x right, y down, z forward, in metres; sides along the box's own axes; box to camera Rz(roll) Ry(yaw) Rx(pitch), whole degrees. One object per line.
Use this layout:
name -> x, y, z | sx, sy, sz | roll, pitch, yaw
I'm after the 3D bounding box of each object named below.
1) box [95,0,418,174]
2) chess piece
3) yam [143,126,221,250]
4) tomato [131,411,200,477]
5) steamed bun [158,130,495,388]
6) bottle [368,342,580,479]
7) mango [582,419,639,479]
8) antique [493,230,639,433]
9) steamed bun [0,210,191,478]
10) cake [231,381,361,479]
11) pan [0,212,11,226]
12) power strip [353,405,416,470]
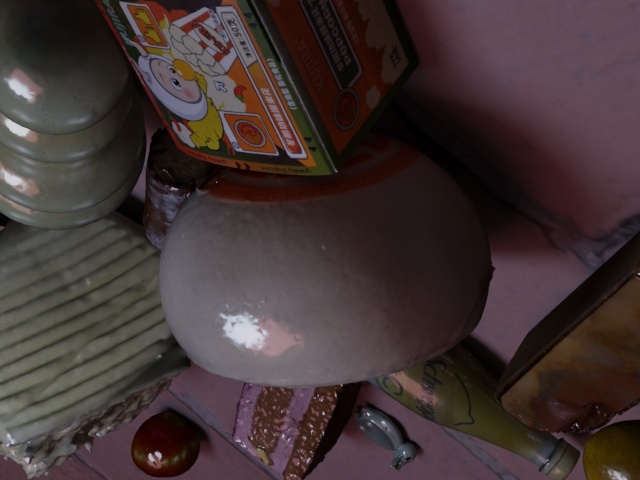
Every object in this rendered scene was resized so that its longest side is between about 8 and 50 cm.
box -> -0.056, -0.173, 1.371 | 0.178, 0.148, 0.195 | 12, 142, 38
chess piece -> -0.235, -0.128, 1.515 | 0.182, 0.182, 0.330 | 36, 166, 0
yam -> -0.138, -0.048, 1.703 | 0.079, 0.079, 0.141 | 32, 152, 8
tomato -> -0.196, 0.258, 2.192 | 0.087, 0.087, 0.075 | 22, 119, 24
steamed bun -> 0.000, 0.000, 1.451 | 0.283, 0.283, 0.177 | 7, 114, 41
bottle -> 0.134, 0.147, 1.688 | 0.270, 0.083, 0.083 | 33, 150, 3
mango -> 0.344, 0.249, 1.553 | 0.262, 0.130, 0.167 | 43, 147, -26
antique -> 0.253, 0.080, 1.470 | 0.093, 0.087, 0.310 | 36, 150, -1
steamed bun -> -0.269, 0.116, 1.879 | 0.273, 0.290, 0.272 | 48, 160, 17
cake -> -0.023, 0.153, 1.849 | 0.116, 0.113, 0.295 | 27, 143, 12
pan -> -0.376, -0.092, 1.917 | 0.128, 0.048, 0.202 | 35, 152, 0
power strip -> 0.068, 0.219, 1.907 | 0.083, 0.035, 0.055 | 43, 150, -6
